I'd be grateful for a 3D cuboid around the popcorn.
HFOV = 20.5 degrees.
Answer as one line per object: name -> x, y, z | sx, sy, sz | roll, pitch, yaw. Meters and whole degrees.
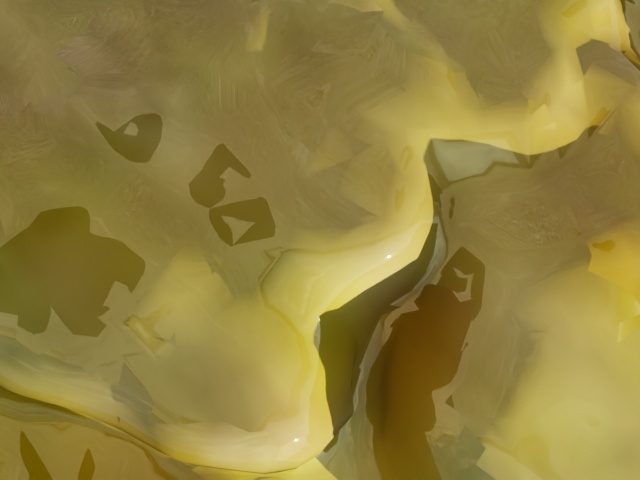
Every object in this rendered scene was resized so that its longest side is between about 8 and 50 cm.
popcorn -> -0.029, 0.025, 0.511 | 0.390, 0.344, 0.354 | 16, 147, 8
